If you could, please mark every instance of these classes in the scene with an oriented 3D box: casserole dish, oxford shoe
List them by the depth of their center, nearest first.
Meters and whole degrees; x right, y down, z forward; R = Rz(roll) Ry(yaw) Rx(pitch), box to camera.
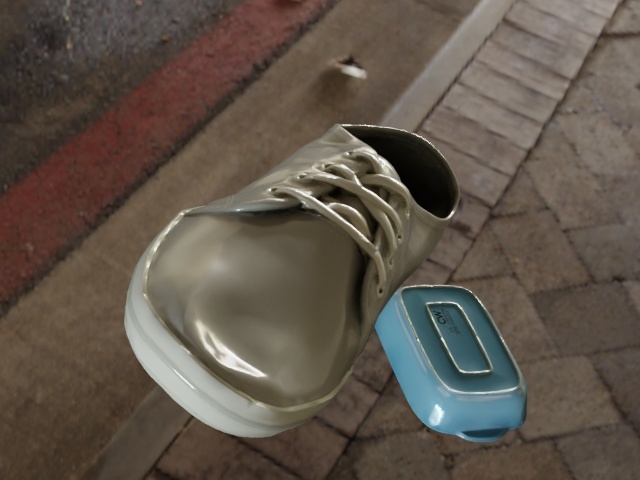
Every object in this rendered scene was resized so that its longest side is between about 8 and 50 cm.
[{"bbox_3d":[0.000,0.000,0.788,0.169,0.130,0.449,44,26,4],"label":"oxford shoe"},{"bbox_3d":[0.120,0.099,0.961,0.114,0.037,0.188,0,38,-20],"label":"casserole dish"}]
